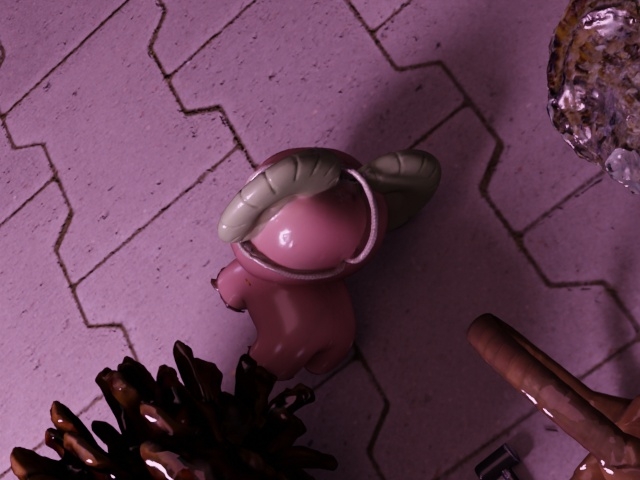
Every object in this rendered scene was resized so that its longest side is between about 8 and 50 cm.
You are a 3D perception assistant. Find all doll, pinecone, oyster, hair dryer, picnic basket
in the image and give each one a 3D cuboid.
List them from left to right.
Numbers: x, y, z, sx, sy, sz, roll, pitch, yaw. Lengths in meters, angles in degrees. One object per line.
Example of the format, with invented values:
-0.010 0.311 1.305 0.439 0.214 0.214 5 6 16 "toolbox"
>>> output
-0.141 0.291 1.065 0.397 0.397 0.398 -9 70 27 "pinecone"
0.000 0.000 1.152 0.268 0.284 0.216 -52 56 40 "doll"
0.208 0.265 1.077 0.047 0.026 0.083 -43 66 14 "hair dryer"
0.261 0.171 0.903 0.337 0.293 0.337 0 88 12 "picnic basket"
0.362 -0.124 1.056 0.351 0.158 0.162 58 148 22 "oyster"
